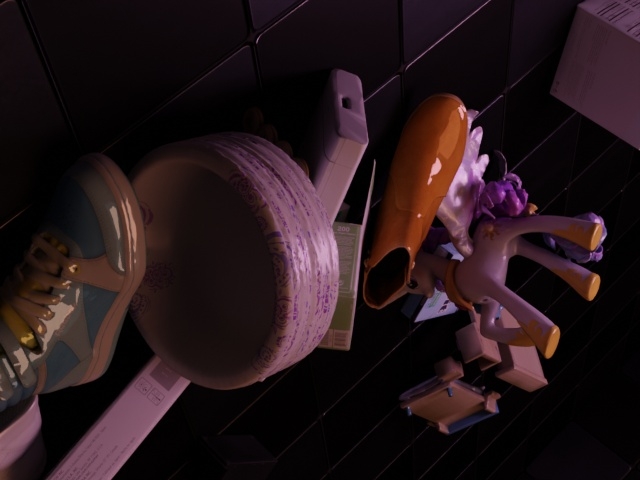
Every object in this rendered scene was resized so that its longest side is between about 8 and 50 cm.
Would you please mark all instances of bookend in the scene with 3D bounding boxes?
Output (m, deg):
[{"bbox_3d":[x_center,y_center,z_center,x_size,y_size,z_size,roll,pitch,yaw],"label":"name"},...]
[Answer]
[{"bbox_3d":[-0.174,0.407,1.876,0.157,0.072,0.156,-56,152,11],"label":"bookend"}]

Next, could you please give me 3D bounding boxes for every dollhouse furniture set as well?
[{"bbox_3d":[0.270,0.248,2.370,0.303,0.198,0.286,-31,142,27],"label":"dollhouse furniture set"}]

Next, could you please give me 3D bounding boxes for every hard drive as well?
[{"bbox_3d":[-0.029,-0.024,1.460,0.233,0.047,0.353,-92,-157,-62],"label":"hard drive"}]

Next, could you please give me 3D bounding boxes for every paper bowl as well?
[{"bbox_3d":[-0.097,0.017,1.293,0.148,0.284,0.284,-20,139,-48],"label":"paper bowl"}]

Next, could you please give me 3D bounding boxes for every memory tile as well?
[{"bbox_3d":[-0.067,-0.082,1.370,0.012,0.148,0.113,-7,132,-36],"label":"memory tile"}]

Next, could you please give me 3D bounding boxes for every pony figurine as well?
[{"bbox_3d":[0.281,-0.001,1.857,0.303,0.363,0.351,33,79,-56],"label":"pony figurine"}]

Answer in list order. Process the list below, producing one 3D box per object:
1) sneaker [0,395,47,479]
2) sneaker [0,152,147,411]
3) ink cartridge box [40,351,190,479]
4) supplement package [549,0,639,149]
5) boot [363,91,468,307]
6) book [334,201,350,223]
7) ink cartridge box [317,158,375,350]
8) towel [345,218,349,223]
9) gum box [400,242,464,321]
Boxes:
[{"bbox_3d":[-0.439,0.299,1.303,0.292,0.108,0.169,-35,146,-30],"label":"sneaker"},{"bbox_3d":[-0.308,0.064,1.200,0.208,0.127,0.319,-24,141,-44],"label":"sneaker"},{"bbox_3d":[-0.288,0.272,1.467,0.296,0.066,0.261,-51,-176,-38],"label":"ink cartridge box"},{"bbox_3d":[0.546,-0.310,1.972,0.149,0.203,0.194,-32,147,-33],"label":"supplement package"},{"bbox_3d":[0.141,-0.053,1.671,0.211,0.104,0.295,-73,-178,-56],"label":"boot"},{"bbox_3d":[-0.011,0.016,1.643,0.096,0.035,0.144,-23,139,-52],"label":"book"},{"bbox_3d":[0.038,0.020,1.641,0.171,0.056,0.235,92,5,-59],"label":"ink cartridge box"},{"bbox_3d":[0.000,0.000,1.701,0.110,0.027,0.148,-49,151,-6],"label":"towel"},{"bbox_3d":[0.249,0.074,2.156,0.184,0.041,0.157,-6,129,-54],"label":"gum box"}]
